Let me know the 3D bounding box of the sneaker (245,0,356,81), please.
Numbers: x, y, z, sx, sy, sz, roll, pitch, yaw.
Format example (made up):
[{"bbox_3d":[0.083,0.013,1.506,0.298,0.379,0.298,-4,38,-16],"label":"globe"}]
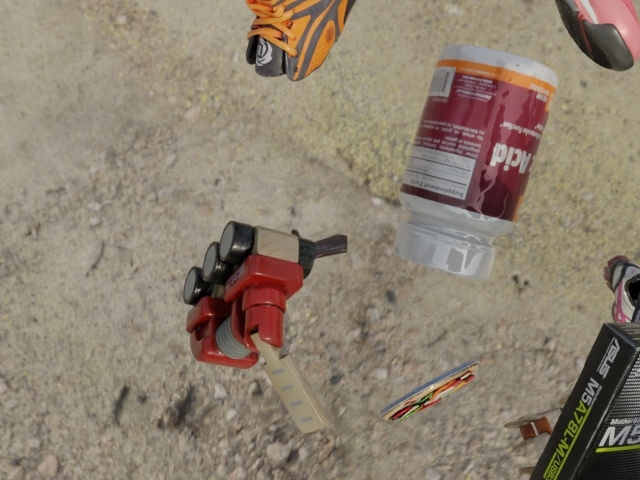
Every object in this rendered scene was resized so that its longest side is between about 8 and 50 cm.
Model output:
[{"bbox_3d":[-0.060,-0.281,0.856,0.124,0.180,0.321,32,21,34],"label":"sneaker"}]

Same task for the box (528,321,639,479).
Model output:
[{"bbox_3d":[0.291,0.157,0.643,0.190,0.184,0.045,4,28,-28],"label":"box"}]

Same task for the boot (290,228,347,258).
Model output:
[{"bbox_3d":[0.000,0.000,1.509,0.114,0.037,0.106,-20,48,6],"label":"boot"}]

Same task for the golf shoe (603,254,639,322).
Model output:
[{"bbox_3d":[0.558,0.120,1.299,0.067,0.186,0.086,-27,23,2],"label":"golf shoe"}]

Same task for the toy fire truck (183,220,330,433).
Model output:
[{"bbox_3d":[-0.084,0.131,0.975,0.158,0.217,0.246,15,56,-25],"label":"toy fire truck"}]

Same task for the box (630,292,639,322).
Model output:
[{"bbox_3d":[0.629,0.004,1.042,0.097,0.318,0.395,39,60,-9],"label":"box"}]

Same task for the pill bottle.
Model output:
[{"bbox_3d":[0.275,-0.139,1.354,0.224,0.224,0.392,15,97,-2],"label":"pill bottle"}]

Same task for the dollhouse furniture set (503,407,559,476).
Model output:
[{"bbox_3d":[0.554,0.496,1.615,0.135,0.259,0.262,-11,68,-16],"label":"dollhouse furniture set"}]

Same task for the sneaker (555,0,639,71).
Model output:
[{"bbox_3d":[0.269,-0.315,0.696,0.136,0.116,0.314,-19,70,23],"label":"sneaker"}]

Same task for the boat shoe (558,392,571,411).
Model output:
[{"bbox_3d":[0.597,0.346,1.657,0.190,0.068,0.072,4,80,-43],"label":"boat shoe"}]

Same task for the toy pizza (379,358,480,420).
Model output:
[{"bbox_3d":[0.195,0.267,1.279,0.201,0.201,0.032,-22,72,-20],"label":"toy pizza"}]
